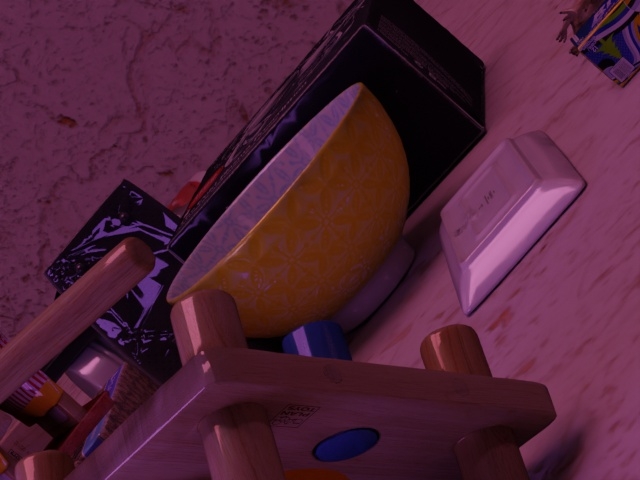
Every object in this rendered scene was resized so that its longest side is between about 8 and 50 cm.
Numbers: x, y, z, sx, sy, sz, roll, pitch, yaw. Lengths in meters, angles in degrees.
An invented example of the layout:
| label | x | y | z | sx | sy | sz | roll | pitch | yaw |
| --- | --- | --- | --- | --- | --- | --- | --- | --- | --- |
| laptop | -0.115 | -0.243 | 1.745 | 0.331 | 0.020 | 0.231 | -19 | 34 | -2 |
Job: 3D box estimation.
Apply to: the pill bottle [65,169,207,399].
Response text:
| label | x | y | z | sx | sy | sz | roll | pitch | yaw |
| --- | --- | --- | --- | --- | --- | --- | --- | --- | --- |
| pill bottle | -0.184 | 0.080 | 2.314 | 0.318 | 0.176 | 0.176 | -53 | 9 | -16 |

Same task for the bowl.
| label | x | y | z | sx | sy | sz | roll | pitch | yaw |
| --- | --- | --- | --- | --- | --- | --- | --- | --- | --- |
| bowl | 0.000 | 0.000 | 1.774 | 0.289 | 0.156 | 0.289 | -47 | 9 | 9 |

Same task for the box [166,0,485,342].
| label | x | y | z | sx | sy | sz | roll | pitch | yaw |
| --- | --- | --- | --- | --- | --- | --- | --- | --- | --- |
| box | 0.014 | -0.102 | 2.074 | 0.343 | 0.179 | 0.312 | -47 | 8 | 17 |

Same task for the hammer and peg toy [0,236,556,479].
| label | x | y | z | sx | sy | sz | roll | pitch | yaw |
| --- | --- | --- | --- | --- | --- | --- | --- | --- | --- |
| hammer and peg toy | -0.067 | 0.136 | 1.009 | 0.266 | 0.361 | 0.127 | -43 | 51 | 37 |

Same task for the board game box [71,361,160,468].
| label | x | y | z | sx | sy | sz | roll | pitch | yaw |
| --- | --- | --- | --- | --- | --- | --- | --- | --- | --- |
| board game box | -0.243 | 0.301 | 1.794 | 0.291 | 0.141 | 0.232 | -49 | 9 | 9 |

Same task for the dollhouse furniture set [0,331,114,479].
| label | x | y | z | sx | sy | sz | roll | pitch | yaw |
| --- | --- | --- | --- | --- | --- | --- | --- | --- | --- |
| dollhouse furniture set | -0.349 | 0.173 | 1.653 | 0.152 | 0.201 | 0.374 | -51 | 6 | -27 |

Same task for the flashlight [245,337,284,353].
| label | x | y | z | sx | sy | sz | roll | pitch | yaw |
| --- | --- | --- | --- | --- | --- | --- | --- | --- | --- |
| flashlight | -0.073 | 0.151 | 1.709 | 0.103 | 0.103 | 0.304 | -52 | 10 | 4 |

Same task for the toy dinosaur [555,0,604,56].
| label | x | y | z | sx | sy | sz | roll | pitch | yaw |
| --- | --- | --- | --- | --- | --- | --- | --- | --- | --- |
| toy dinosaur | 0.274 | -0.234 | 1.726 | 0.092 | 0.053 | 0.183 | -54 | 9 | -33 |

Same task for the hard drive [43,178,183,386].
| label | x | y | z | sx | sy | sz | roll | pitch | yaw |
| --- | --- | --- | --- | --- | --- | --- | --- | --- | --- |
| hard drive | -0.186 | 0.064 | 2.155 | 0.172 | 0.255 | 0.054 | -49 | -1 | 8 |

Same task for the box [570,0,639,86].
| label | x | y | z | sx | sy | sz | roll | pitch | yaw |
| --- | --- | --- | --- | --- | --- | --- | --- | --- | --- |
| box | 0.293 | -0.215 | 1.547 | 0.169 | 0.054 | 0.059 | -48 | 9 | 12 |

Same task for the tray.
| label | x | y | z | sx | sy | sz | roll | pitch | yaw |
| --- | --- | --- | --- | --- | --- | --- | --- | --- | --- |
| tray | 0.153 | -0.029 | 1.557 | 0.145 | 0.030 | 0.270 | -50 | 9 | 9 |

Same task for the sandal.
| label | x | y | z | sx | sy | sz | roll | pitch | yaw |
| --- | --- | --- | --- | --- | --- | --- | --- | --- | --- |
| sandal | -0.303 | 0.083 | 2.231 | 0.254 | 0.054 | 0.097 | -54 | 34 | 6 |
